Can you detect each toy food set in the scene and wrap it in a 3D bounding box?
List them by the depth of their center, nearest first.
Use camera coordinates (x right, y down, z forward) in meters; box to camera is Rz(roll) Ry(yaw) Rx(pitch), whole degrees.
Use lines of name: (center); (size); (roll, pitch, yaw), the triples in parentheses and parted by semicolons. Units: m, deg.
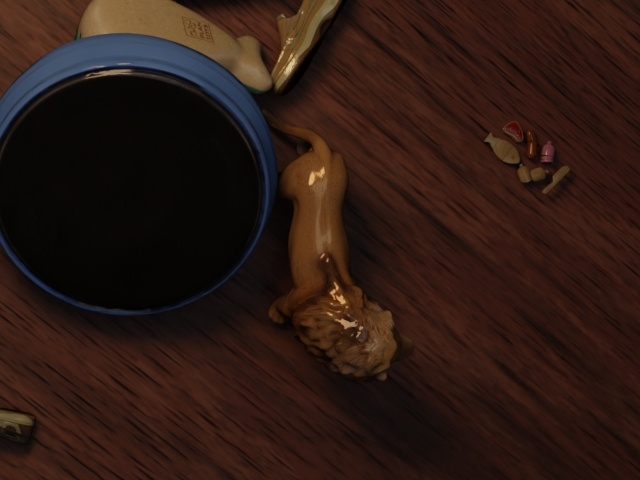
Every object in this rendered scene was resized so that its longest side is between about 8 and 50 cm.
toy food set: (0.307, -0.129, 2.031); (0.078, 0.019, 0.122); (-44, 90, -9)

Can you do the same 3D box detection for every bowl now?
bowl: (-0.249, -0.074, 1.790); (0.391, 0.077, 0.391); (-3, 118, -5)

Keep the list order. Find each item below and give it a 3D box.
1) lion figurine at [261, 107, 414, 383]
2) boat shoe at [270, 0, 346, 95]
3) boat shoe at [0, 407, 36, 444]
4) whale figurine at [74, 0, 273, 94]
lion figurine: (0.000, 0.000, 1.846); (0.142, 0.240, 0.392); (-16, 93, -18)
boat shoe: (-0.033, -0.294, 1.944); (0.072, 0.068, 0.190); (29, 74, 2)
boat shoe: (-0.462, 0.246, 1.844); (0.152, 0.056, 0.049); (10, 82, -12)
whale figurine: (-0.205, -0.241, 1.873); (0.272, 0.141, 0.216); (6, 47, -29)
